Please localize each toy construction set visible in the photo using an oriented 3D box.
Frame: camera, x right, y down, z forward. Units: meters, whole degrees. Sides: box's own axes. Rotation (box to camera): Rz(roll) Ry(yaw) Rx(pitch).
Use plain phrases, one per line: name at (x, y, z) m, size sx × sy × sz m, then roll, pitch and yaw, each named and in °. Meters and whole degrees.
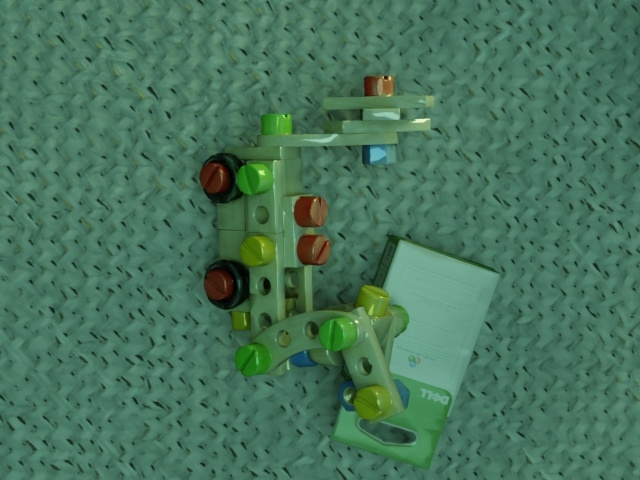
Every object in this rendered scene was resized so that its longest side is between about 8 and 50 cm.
toy construction set at (0.000, 0.000, 1.266) m, size 0.215 × 0.151 × 0.327 m, roll 3°, pitch 82°, yaw 36°

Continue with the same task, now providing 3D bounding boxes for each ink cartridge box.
ink cartridge box at (0.089, 0.110, 1.349) m, size 0.109 × 0.062 × 0.209 m, roll 19°, pitch 92°, yaw -8°
